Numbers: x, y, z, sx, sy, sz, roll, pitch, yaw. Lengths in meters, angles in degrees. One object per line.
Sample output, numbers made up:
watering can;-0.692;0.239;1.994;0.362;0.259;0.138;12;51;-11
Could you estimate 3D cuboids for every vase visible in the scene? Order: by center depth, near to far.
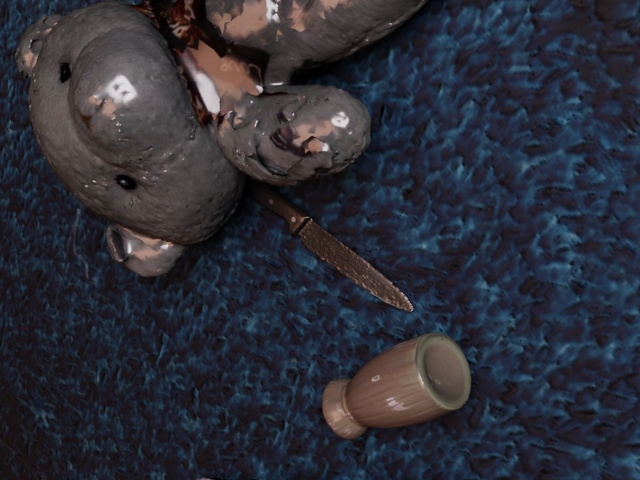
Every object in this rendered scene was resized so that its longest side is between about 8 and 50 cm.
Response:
vase;0.047;0.100;0.615;0.100;0.053;0.053;-31;82;42

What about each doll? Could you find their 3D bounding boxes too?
doll;-0.076;-0.130;0.585;0.340;0.158;0.246;-35;82;37

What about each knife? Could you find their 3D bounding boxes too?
knife;0.000;0.000;0.654;0.170;0.010;0.023;37;121;23

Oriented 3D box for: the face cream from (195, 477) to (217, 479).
face cream;-0.006;0.244;0.679;0.274;0.096;0.154;-22;90;52
